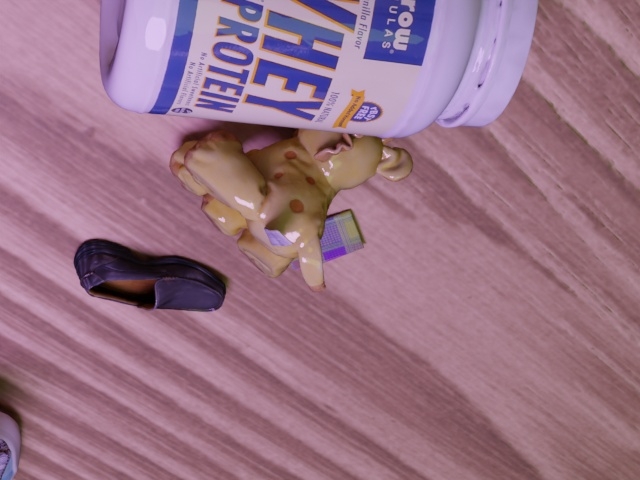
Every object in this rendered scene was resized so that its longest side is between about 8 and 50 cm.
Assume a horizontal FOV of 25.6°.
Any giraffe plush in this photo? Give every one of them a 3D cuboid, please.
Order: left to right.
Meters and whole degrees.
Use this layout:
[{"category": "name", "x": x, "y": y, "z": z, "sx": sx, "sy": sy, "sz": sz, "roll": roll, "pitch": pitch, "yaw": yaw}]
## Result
[{"category": "giraffe plush", "x": -0.018, "y": -0.071, "z": 1.355, "sx": 0.170, "sy": 0.210, "sz": 0.181, "roll": -46, "pitch": 120, "yaw": -14}]

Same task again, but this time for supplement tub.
[{"category": "supplement tub", "x": -0.008, "y": -0.208, "z": 1.164, "sx": 0.325, "sy": 0.235, "sz": 0.235, "roll": 5, "pitch": 131, "yaw": -15}]

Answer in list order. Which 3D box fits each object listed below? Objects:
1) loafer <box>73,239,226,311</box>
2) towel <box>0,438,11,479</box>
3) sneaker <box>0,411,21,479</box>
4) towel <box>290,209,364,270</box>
[{"category": "loafer", "x": -0.178, "y": 0.053, "z": 1.484, "sx": 0.170, "sy": 0.061, "sz": 0.062, "roll": 12, "pitch": 127, "yaw": -23}, {"category": "towel", "x": -0.512, "y": 0.268, "z": 1.522, "sx": 0.324, "sy": 0.056, "sz": 0.312, "roll": 26, "pitch": 118, "yaw": 4}, {"category": "sneaker", "x": -0.450, "y": 0.347, "z": 1.636, "sx": 0.135, "sy": 0.150, "sz": 0.366, "roll": 18, "pitch": 126, "yaw": -27}, {"category": "towel", "x": 0.000, "y": 0.000, "z": 1.508, "sx": 0.083, "sy": 0.009, "sz": 0.060, "roll": -18, "pitch": 132, "yaw": 4}]
